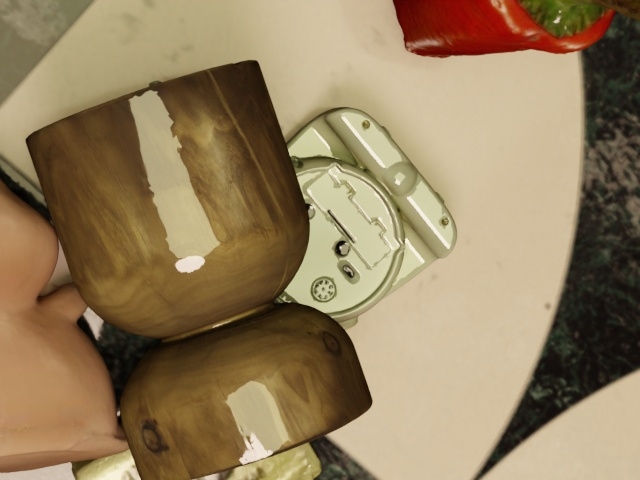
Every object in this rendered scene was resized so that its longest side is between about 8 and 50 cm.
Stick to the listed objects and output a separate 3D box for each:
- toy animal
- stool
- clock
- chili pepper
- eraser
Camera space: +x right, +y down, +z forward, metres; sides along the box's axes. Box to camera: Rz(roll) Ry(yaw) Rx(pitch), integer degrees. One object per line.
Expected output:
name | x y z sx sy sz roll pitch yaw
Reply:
toy animal | -0.256 0.052 1.129 0.213 0.195 0.256 -11 85 -51
stool | -0.087 0.021 1.118 0.179 0.179 0.264 -19 92 -9
clock | 0.000 0.000 1.240 0.191 0.062 0.151 -41 101 -5
chili pepper | 0.148 -0.196 1.112 0.134 0.338 0.131 -10 99 -13
eraser | -0.097 0.181 1.238 0.172 0.058 0.117 -32 100 -7
